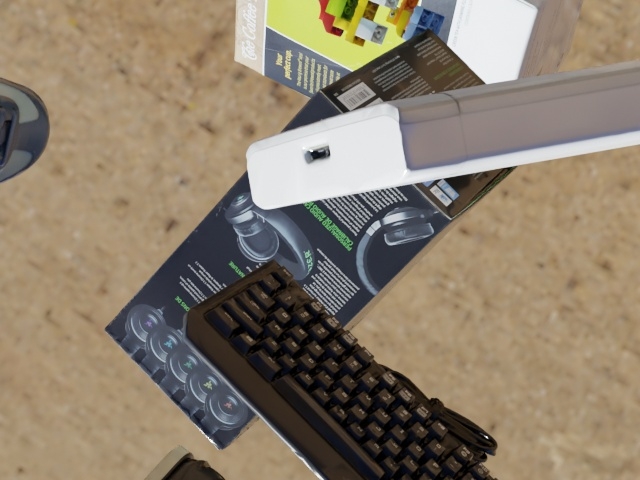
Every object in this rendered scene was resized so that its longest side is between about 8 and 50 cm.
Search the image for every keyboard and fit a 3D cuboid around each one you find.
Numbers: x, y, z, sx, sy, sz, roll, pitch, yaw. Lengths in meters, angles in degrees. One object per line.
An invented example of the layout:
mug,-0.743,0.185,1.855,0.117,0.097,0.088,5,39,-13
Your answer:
keyboard,0.032,0.078,0.690,0.180,0.108,0.023,45,116,8

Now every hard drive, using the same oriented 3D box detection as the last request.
hard drive,0.159,-0.075,1.030,0.233,0.353,0.047,172,88,-68

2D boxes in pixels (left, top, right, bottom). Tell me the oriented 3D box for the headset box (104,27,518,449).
headset box,0.000,0.000,1.310,0.131,0.246,0.283,46,116,4

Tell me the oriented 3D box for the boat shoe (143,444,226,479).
boat shoe,-0.087,0.152,0.774,0.042,0.133,0.049,33,153,16

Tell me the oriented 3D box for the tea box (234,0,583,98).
tea box,0.099,-0.280,1.770,0.323,0.220,0.329,27,153,10

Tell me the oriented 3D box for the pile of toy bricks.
pile of toy bricks,0.071,-0.267,1.470,0.105,0.212,0.118,30,-168,41

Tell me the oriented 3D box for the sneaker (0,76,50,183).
sneaker,-0.308,-0.076,1.394,0.131,0.112,0.319,15,-167,32
